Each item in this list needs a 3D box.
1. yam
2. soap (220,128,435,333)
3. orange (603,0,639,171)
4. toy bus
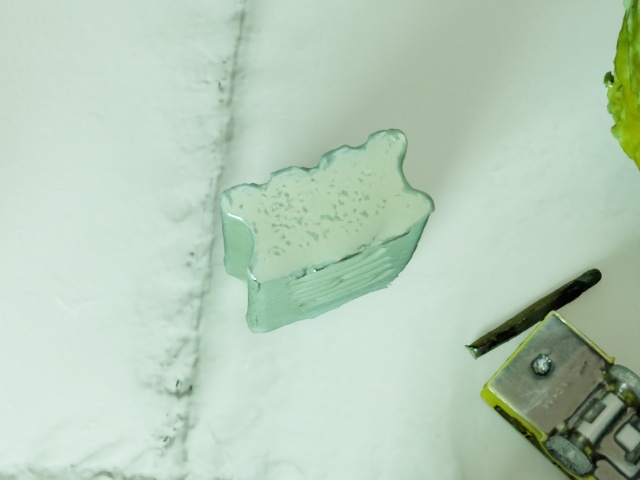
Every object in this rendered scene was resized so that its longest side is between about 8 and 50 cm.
[{"bbox_3d":[0.144,0.049,1.067,0.107,0.014,0.014,-31,83,-10],"label":"yam"},{"bbox_3d":[0.000,0.000,0.973,0.115,0.198,0.063,-21,81,-6],"label":"soap"},{"bbox_3d":[0.308,-0.138,0.968,0.223,0.300,0.301,37,87,-2],"label":"orange"},{"bbox_3d":[0.206,0.148,1.024,0.226,0.074,0.081,41,78,4],"label":"toy bus"}]
